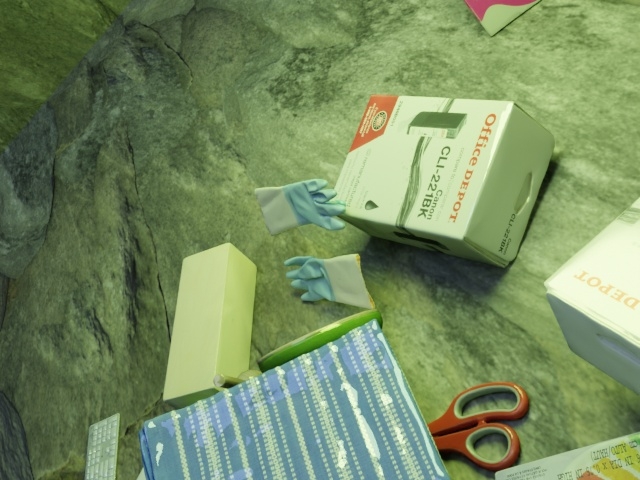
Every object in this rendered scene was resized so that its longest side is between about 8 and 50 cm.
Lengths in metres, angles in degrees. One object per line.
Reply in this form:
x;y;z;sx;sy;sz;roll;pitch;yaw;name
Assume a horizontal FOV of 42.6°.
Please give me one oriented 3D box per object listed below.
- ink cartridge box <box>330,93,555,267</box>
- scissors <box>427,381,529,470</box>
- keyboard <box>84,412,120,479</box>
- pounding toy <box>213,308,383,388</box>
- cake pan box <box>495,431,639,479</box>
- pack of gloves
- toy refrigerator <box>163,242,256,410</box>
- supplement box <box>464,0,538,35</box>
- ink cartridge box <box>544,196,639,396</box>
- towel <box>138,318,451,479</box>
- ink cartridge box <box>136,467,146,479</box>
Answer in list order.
0.164;-0.092;1.164;0.272;0.114;0.197;15;81;48;ink cartridge box
0.126;0.248;1.039;0.297;0.021;0.109;-19;52;36;scissors
-0.376;0.419;1.401;0.072;0.014;0.256;-31;44;24;keyboard
-0.007;0.190;1.120;0.236;0.183;0.110;-24;79;0;pounding toy
0.310;0.309;0.771;0.266;0.070;0.246;-24;48;29;cake pan box
0.000;0.000;1.231;0.046;0.195;0.232;-25;12;-28;pack of gloves
-0.175;0.148;1.351;0.102;0.094;0.270;-19;49;25;toy refrigerator
0.268;-0.460;1.365;0.114;0.111;0.220;-34;43;20;supplement box
0.395;0.033;0.802;0.283;0.117;0.207;-39;38;-10;ink cartridge box
-0.045;0.246;0.951;0.336;0.040;0.243;-25;46;2;towel
-0.195;0.408;1.166;0.188;0.097;0.255;14;71;48;ink cartridge box
